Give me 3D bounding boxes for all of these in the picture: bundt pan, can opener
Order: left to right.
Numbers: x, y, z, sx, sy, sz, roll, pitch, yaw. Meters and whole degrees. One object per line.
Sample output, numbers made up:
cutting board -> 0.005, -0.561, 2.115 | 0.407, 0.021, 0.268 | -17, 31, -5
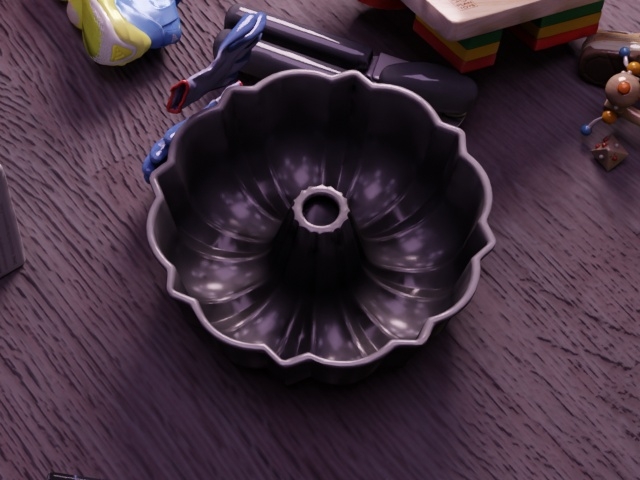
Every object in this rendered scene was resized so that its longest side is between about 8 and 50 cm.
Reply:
bundt pan -> 0.000, 0.000, 1.377 | 0.331, 0.124, 0.330 | 0, 60, -1
can opener -> 0.029, -0.192, 1.502 | 0.284, 0.095, 0.076 | 19, 61, 1

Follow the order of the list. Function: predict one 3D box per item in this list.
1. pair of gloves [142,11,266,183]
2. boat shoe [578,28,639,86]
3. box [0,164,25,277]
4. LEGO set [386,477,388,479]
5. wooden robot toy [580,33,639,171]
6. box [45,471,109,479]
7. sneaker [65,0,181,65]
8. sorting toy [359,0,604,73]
pair of gloves -> -0.118, -0.141, 1.423 | 0.023, 0.198, 0.159 | 38, 48, 7
boat shoe -> 0.380, -0.198, 1.539 | 0.190, 0.068, 0.072 | 15, 49, 7
box -> -0.389, -0.054, 1.362 | 0.119, 0.182, 0.181 | -32, 67, -20
LEGO set -> 0.073, 0.259, 1.294 | 0.054, 0.023, 0.083 | 0, 73, 1
wooden robot toy -> 0.326, -0.156, 1.463 | 0.076, 0.079, 0.173 | 26, 93, 14
box -> -0.214, 0.249, 1.288 | 0.083, 0.018, 0.067 | 9, 60, 3
sneaker -> -0.226, -0.288, 1.569 | 0.126, 0.091, 0.240 | -9, 59, -28
sorting toy -> 0.161, -0.291, 1.533 | 0.257, 0.089, 0.255 | -19, 49, -28
